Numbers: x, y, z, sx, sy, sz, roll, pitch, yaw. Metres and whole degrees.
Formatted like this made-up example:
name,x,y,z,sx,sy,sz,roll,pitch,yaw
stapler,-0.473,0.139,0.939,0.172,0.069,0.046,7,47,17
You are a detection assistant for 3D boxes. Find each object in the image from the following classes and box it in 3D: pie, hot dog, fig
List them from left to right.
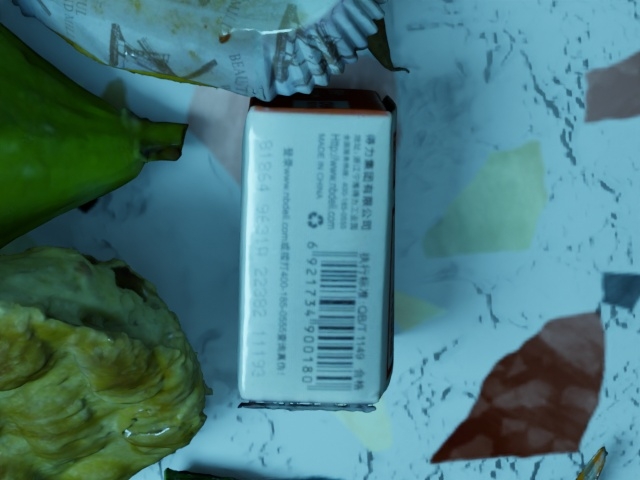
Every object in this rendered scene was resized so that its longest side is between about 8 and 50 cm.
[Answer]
name,x,y,z,sx,sy,sz,roll,pitch,yaw
fig,-0.252,-0.067,0.675,0.314,0.233,0.233,17,102,2
pie,-0.236,0.107,0.699,0.339,0.339,0.083,-21,60,4
hot dog,-0.089,-0.165,0.698,0.268,0.075,0.144,23,90,17

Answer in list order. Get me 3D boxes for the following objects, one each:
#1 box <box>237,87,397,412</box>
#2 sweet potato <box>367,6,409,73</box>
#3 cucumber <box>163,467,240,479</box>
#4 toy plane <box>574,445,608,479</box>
name,x,y,z,sx,sy,sz,roll,pitch,yaw
box,0.000,0.000,0.741,0.099,0.133,0.182,1,100,0
sweet potato,0.003,-0.185,0.744,0.056,0.056,0.195,-29,107,6
cucumber,-0.026,0.200,0.823,0.187,0.058,0.058,13,102,-4
toy plane,0.145,0.222,0.833,0.135,0.062,0.188,30,86,-7
